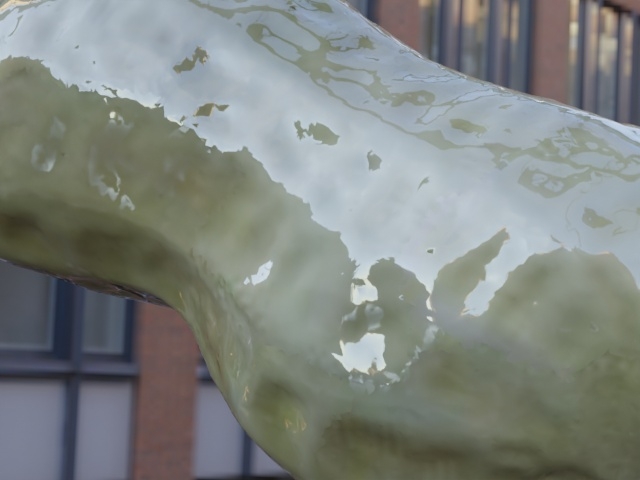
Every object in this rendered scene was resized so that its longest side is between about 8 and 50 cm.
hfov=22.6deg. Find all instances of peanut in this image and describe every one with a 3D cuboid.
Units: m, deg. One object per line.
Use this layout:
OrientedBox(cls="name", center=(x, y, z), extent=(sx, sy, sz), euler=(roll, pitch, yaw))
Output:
OrientedBox(cls="peanut", center=(0.000, 0.000, 0.444), extent=(0.274, 0.125, 0.111), euler=(25, -14, 26))
